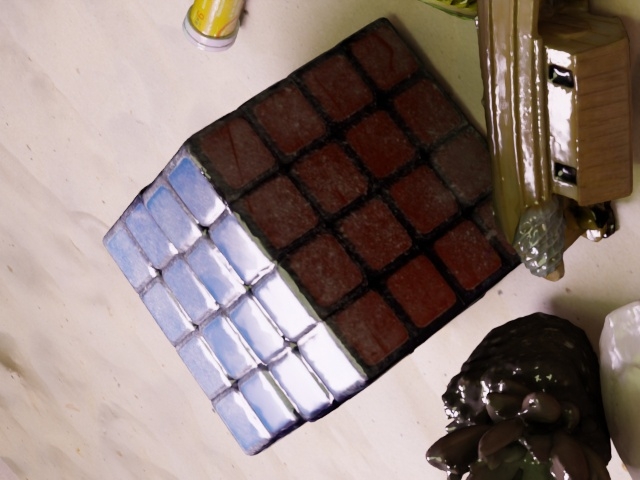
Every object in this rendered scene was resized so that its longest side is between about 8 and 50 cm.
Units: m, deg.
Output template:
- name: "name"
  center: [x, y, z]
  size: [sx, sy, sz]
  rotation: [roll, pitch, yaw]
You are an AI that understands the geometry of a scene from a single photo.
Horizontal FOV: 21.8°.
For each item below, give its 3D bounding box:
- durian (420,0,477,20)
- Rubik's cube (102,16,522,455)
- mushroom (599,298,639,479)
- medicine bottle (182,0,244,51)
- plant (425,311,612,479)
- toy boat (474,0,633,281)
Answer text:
- name: "durian"
  center: [0.031, -0.330, 1.827]
  size: [0.355, 0.157, 0.169]
  rotation: [31, 157, 34]
- name: "Rubik's cube"
  center: [0.000, 0.000, 1.979]
  size: [0.344, 0.344, 0.337]
  rotation: [55, 148, 4]
- name: "mushroom"
  center: [0.382, 0.197, 1.859]
  size: [0.128, 0.128, 0.350]
  rotation: [16, 134, 45]
- name: "medicine bottle"
  center: [-0.117, -0.333, 2.091]
  size: [0.074, 0.074, 0.218]
  rotation: [46, 145, 15]
- name: "plant"
  center: [0.235, 0.226, 1.883]
  size: [0.181, 0.320, 0.194]
  rotation: [-21, 109, 24]
- name: "toy boat"
  center: [0.245, -0.158, 1.716]
  size: [0.162, 0.136, 0.445]
  rotation: [18, 131, 37]
